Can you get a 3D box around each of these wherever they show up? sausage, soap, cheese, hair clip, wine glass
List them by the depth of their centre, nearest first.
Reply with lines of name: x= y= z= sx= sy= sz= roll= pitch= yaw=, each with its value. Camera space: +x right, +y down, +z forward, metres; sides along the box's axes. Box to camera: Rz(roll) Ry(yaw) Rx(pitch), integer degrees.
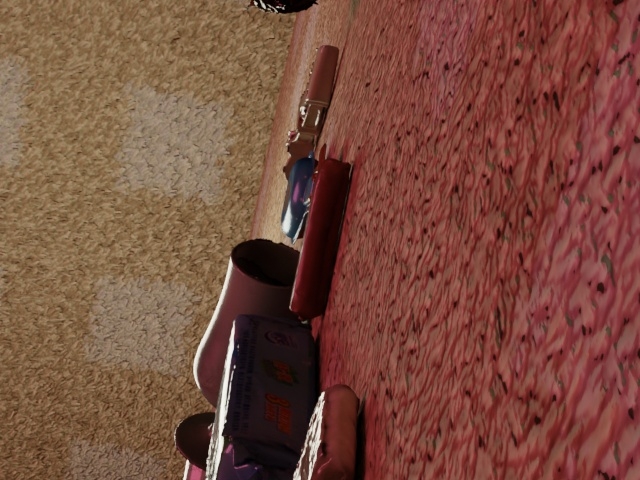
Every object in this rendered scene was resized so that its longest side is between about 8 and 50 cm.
cheese: x=-0.031 y=0.271 z=0.900 sx=0.085 sy=0.034 sz=0.400 roll=-86 pitch=8 yaw=-56
soap: x=-0.052 y=0.178 z=1.089 sx=0.293 sy=0.077 sz=0.156 roll=-92 pitch=14 yaw=-68
sausage: x=-0.001 y=0.000 z=1.168 sx=0.035 sy=0.030 sz=0.147 roll=180 pitch=101 yaw=-86
wine glass: x=-0.073 y=0.117 z=1.335 sx=0.103 sy=0.103 sz=0.231 roll=-89 pitch=15 yaw=-63
cheese: x=-0.013 y=-0.048 z=1.394 sx=0.256 sy=0.037 sz=0.106 roll=168 pitch=112 yaw=-83
hair clip: x=-0.011 y=-0.149 z=1.603 sx=0.226 sy=0.034 sz=0.072 roll=113 pitch=164 yaw=-58

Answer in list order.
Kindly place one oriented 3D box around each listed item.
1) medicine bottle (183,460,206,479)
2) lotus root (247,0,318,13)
medicine bottle: x=-0.122 y=0.306 z=1.539 sx=0.086 sy=0.086 sz=0.183 roll=122 pitch=157 yaw=-76
lotus root: x=-0.009 y=-0.376 z=1.432 sx=0.169 sy=0.141 sz=0.314 roll=-109 pitch=22 yaw=-43
